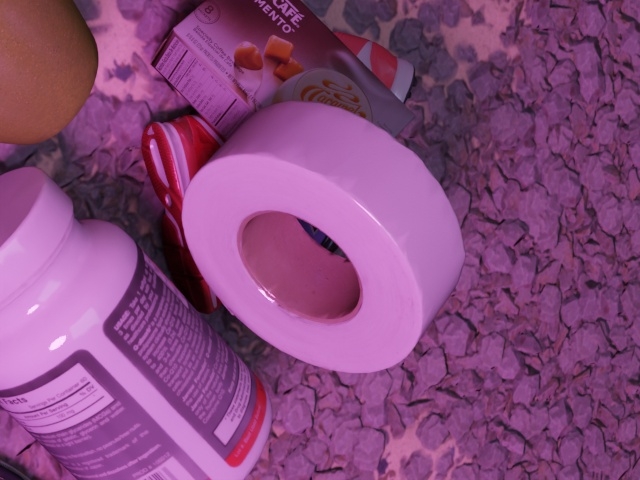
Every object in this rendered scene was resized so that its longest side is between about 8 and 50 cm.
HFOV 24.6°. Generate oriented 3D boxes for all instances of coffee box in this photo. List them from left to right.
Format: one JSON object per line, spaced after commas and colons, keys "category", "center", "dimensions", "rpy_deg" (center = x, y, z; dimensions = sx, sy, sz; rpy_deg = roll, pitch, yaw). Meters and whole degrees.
{"category": "coffee box", "center": [-0.041, -0.163, 1.586], "dimensions": [0.246, 0.098, 0.141], "rpy_deg": [46, 63, -2]}

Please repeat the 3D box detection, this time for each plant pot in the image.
{"category": "plant pot", "center": [-0.349, -0.210, 1.345], "dimensions": [0.293, 0.275, 0.274], "rpy_deg": [33, 76, -49]}

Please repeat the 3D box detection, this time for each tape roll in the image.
{"category": "tape roll", "center": [0.000, 0.000, 1.500], "dimensions": [0.100, 0.286, 0.286], "rpy_deg": [-52, 123, -38]}

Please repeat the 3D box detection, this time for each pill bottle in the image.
{"category": "pill bottle", "center": [-0.228, 0.110, 1.481], "dimensions": [0.210, 0.210, 0.363], "rpy_deg": [-50, 121, -20]}

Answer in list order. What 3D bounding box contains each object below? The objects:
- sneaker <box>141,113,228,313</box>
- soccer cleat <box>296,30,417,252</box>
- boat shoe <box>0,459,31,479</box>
{"category": "sneaker", "center": [-0.110, -0.037, 1.625], "dimensions": [0.128, 0.087, 0.221], "rpy_deg": [-21, 109, -31]}
{"category": "soccer cleat", "center": [-0.003, -0.089, 1.697], "dimensions": [0.116, 0.108, 0.318], "rpy_deg": [29, 80, -15]}
{"category": "boat shoe", "center": [-0.294, 0.345, 1.524], "dimensions": [0.127, 0.113, 0.340], "rpy_deg": [-43, 118, -24]}
